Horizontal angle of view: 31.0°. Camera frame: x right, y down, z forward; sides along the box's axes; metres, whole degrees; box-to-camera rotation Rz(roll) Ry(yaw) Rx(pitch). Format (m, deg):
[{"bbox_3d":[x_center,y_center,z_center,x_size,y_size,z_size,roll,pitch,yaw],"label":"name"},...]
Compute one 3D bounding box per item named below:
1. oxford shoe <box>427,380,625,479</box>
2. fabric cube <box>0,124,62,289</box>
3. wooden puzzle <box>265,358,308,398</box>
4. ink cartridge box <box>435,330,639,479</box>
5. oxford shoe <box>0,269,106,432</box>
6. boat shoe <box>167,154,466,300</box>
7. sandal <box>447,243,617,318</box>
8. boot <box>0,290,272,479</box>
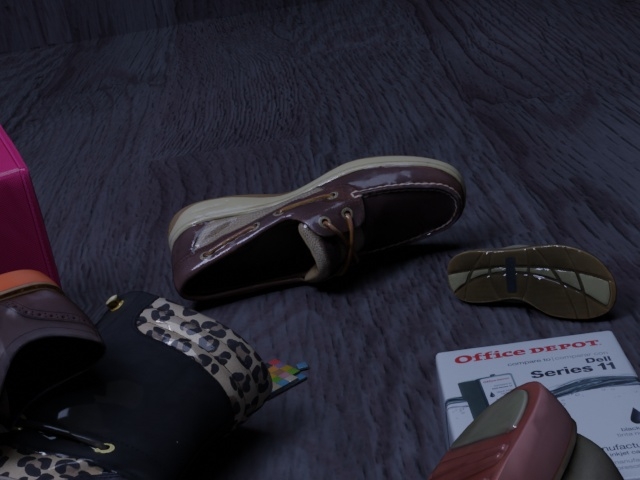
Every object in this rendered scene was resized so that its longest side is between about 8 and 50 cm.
[{"bbox_3d":[0.082,0.256,0.605,0.397,0.146,0.140,-53,6,-34],"label":"oxford shoe"},{"bbox_3d":[-0.402,0.042,1.127,0.258,0.259,0.254,-18,25,-18],"label":"fabric cube"},{"bbox_3d":[-0.048,0.133,1.103,0.083,0.006,0.049,-25,28,-33],"label":"wooden puzzle"},{"bbox_3d":[0.172,0.157,0.859,0.153,0.086,0.208,-8,22,2],"label":"ink cartridge box"},{"bbox_3d":[-0.280,0.105,0.833,0.098,0.097,0.271,32,44,32],"label":"oxford shoe"},{"bbox_3d":[0.000,0.000,1.274,0.342,0.123,0.123,-9,37,-1],"label":"boat shoe"},{"bbox_3d":[0.215,0.038,1.165,0.180,0.072,0.049,3,4,36],"label":"sandal"},{"bbox_3d":[-0.252,0.150,0.972,0.377,0.138,0.284,9,30,29],"label":"boot"}]
